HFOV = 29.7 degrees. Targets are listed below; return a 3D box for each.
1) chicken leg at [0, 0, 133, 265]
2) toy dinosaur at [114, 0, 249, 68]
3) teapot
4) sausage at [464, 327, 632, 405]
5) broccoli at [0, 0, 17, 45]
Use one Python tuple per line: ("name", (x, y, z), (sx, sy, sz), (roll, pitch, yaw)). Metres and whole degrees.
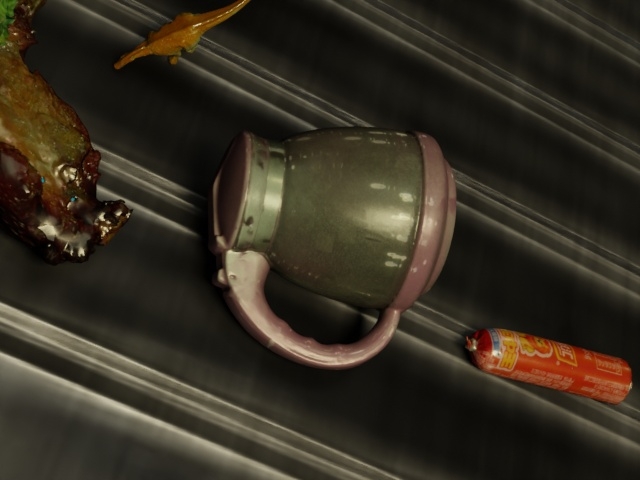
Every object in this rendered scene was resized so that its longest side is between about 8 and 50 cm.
("chicken leg", (-0.181, -0.098, 0.727), (0.106, 0.051, 0.253), (8, 55, -35))
("toy dinosaur", (-0.086, -0.140, 0.803), (0.113, 0.041, 0.026), (-25, 91, -1))
("teapot", (-0.001, -0.005, 0.756), (0.146, 0.148, 0.116), (10, 18, -13))
("sausage", (0.152, 0.083, 0.824), (0.129, 0.034, 0.034), (16, 53, -23))
("broccoli", (-0.295, -0.126, 0.503), (0.413, 0.310, 0.321), (-9, 75, -14))
